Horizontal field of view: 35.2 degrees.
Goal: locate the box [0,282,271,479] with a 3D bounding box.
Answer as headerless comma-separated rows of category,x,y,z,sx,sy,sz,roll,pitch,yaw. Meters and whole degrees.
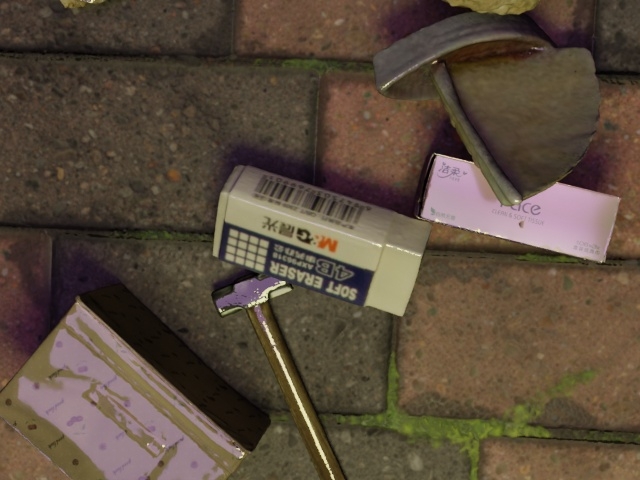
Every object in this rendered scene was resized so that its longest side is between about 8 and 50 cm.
box,-0.245,0.227,1.352,0.297,0.225,0.190,43,95,2

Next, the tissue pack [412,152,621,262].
tissue pack,0.251,-0.046,1.342,0.246,0.148,0.092,13,94,1

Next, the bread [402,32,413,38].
bread,0.122,-0.243,1.393,0.049,0.034,0.088,26,96,8

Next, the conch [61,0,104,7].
conch,-0.262,-0.431,1.343,0.291,0.159,0.210,-35,92,7

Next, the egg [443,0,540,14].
egg,0.219,-0.425,1.261,0.279,0.279,0.310,37,79,1

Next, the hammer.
hammer,-0.033,0.216,1.434,0.111,0.043,0.365,-23,94,4

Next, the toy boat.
toy boat,0.239,-0.184,1.300,0.276,0.111,0.293,-30,65,-25

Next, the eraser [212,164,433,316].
eraser,0.000,0.000,1.362,0.279,0.081,0.124,18,131,5
